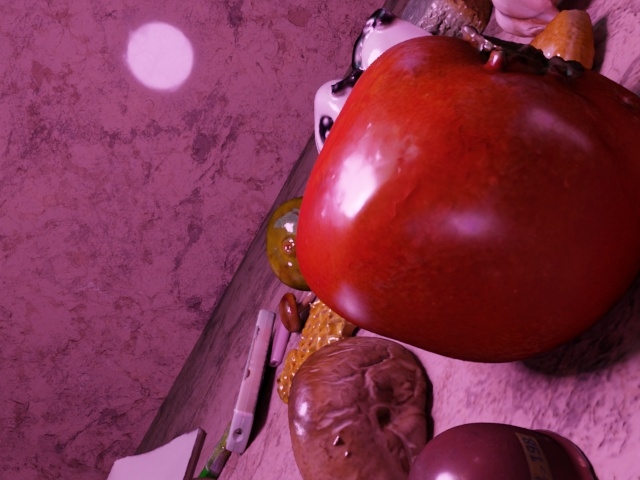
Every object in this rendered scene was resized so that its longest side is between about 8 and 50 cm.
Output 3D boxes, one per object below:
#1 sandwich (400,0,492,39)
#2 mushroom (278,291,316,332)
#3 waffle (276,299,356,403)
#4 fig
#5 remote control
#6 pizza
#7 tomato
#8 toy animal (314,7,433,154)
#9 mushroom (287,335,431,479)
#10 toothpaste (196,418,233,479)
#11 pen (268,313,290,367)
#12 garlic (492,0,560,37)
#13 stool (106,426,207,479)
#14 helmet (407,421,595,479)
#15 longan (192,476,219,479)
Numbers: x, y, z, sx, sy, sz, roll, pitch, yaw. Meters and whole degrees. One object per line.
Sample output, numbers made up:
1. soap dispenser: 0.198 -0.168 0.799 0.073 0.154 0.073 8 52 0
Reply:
1. sandwich: 0.267 -0.508 1.285 0.325 0.131 0.262 -68 15 -18
2. mushroom: -0.057 0.148 1.348 0.129 0.073 0.088 -64 -21 -22
3. waffle: -0.001 0.185 1.085 0.249 0.056 0.253 -39 29 60
4. fig: 0.000 0.000 1.218 0.203 0.203 0.225 -57 -20 22
5. remote control: -0.160 0.320 1.383 0.344 0.050 0.145 -81 6 -55
6. pizza: 0.282 -0.191 0.755 0.161 0.063 0.182 -32 37 53
7. tomato: 0.133 -0.045 0.553 0.325 0.293 0.289 -95 20 -58
8. toy animal: 0.125 -0.241 1.100 0.309 0.251 0.251 -58 13 14
9. mushroom: 0.031 0.203 0.704 0.156 0.151 0.285 -53 16 30
10. toothpaste: -0.254 0.532 1.392 0.247 0.047 0.078 -60 15 1
11. pen: -0.089 0.215 1.423 0.053 0.032 0.197 -49 21 49
12. garlic: 0.308 -0.347 0.846 0.174 0.124 0.099 34 -114 -77
13. stool: -0.148 0.409 0.666 0.170 0.243 0.269 -27 30 27
14. helmet: 0.121 0.213 0.444 0.155 0.106 0.175 -54 19 34
15. longan: -0.225 0.511 1.045 0.189 0.189 0.189 -57 14 22
